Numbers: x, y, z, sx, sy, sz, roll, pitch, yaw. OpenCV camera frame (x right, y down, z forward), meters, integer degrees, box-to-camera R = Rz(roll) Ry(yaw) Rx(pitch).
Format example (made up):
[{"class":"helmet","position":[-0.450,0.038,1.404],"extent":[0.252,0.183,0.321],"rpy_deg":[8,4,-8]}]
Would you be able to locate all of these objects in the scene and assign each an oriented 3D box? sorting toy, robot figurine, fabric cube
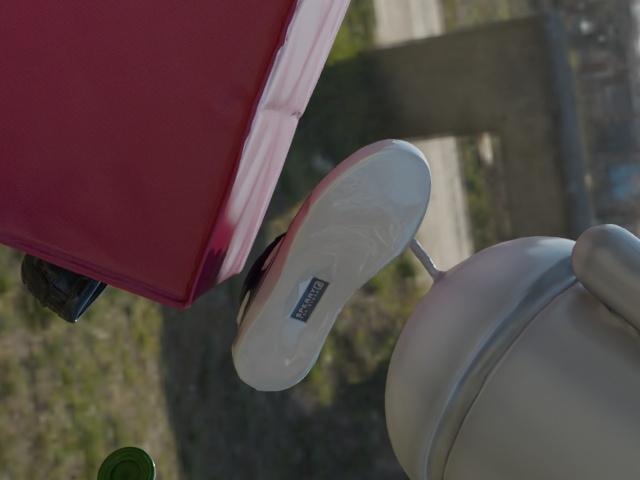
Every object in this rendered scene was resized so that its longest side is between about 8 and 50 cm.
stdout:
[{"class":"sorting toy","position":[-0.158,0.225,1.334],"extent":[0.042,0.061,0.102],"rpy_deg":[61,19,-57]},{"class":"robot figurine","position":[0.186,0.129,1.039],"extent":[0.200,0.353,0.300],"rpy_deg":[-28,142,-41]},{"class":"fabric cube","position":[-0.137,-0.127,1.020],"extent":[0.258,0.254,0.259],"rpy_deg":[-32,144,-84]}]

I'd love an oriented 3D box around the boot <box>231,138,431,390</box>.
[{"class":"boot","position":[0.000,0.000,1.003],"extent":[0.190,0.069,0.086],"rpy_deg":[-53,-159,24]}]

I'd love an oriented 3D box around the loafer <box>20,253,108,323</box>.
[{"class":"loafer","position":[-0.154,-0.012,1.383],"extent":[0.078,0.223,0.076],"rpy_deg":[46,-25,10]}]
